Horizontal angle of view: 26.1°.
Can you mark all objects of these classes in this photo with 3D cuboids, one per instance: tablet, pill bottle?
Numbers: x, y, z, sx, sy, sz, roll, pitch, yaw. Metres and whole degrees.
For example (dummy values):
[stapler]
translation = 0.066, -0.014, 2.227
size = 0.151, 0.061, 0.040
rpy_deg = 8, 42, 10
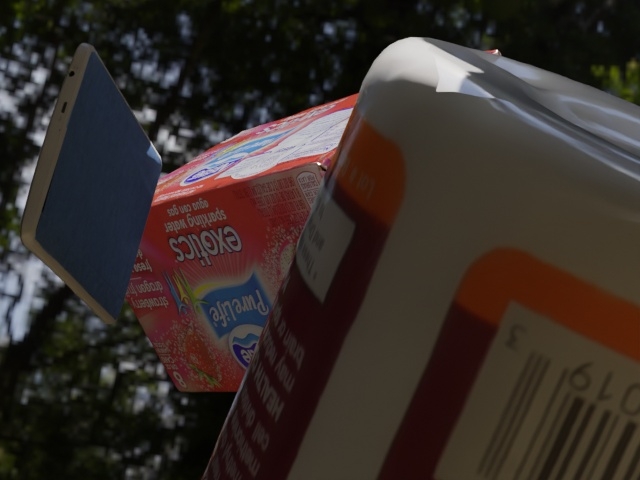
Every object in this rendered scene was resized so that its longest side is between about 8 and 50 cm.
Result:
[tablet]
translation = -0.060, -0.012, 0.373
size = 0.006, 0.054, 0.083
rpy_deg = 11, -16, 10
[pill bottle]
translation = 0.051, 0.149, 0.481
size = 0.224, 0.392, 0.224
rpy_deg = 21, 14, -6

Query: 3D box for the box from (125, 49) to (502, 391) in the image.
[box]
translation = 0.000, 0.000, 0.739
size = 0.257, 0.128, 0.123
rpy_deg = -10, -70, 56
